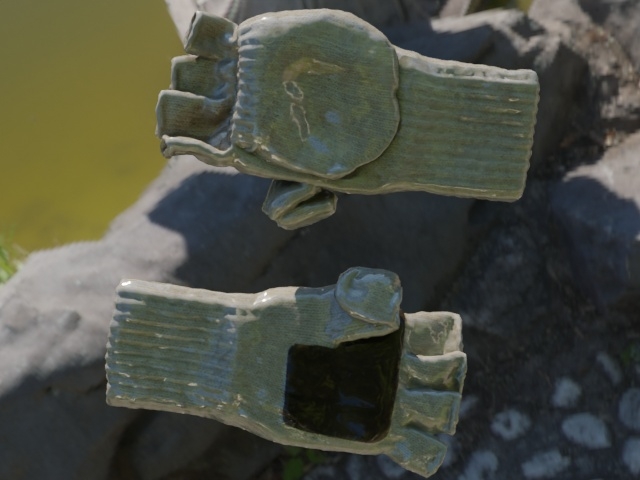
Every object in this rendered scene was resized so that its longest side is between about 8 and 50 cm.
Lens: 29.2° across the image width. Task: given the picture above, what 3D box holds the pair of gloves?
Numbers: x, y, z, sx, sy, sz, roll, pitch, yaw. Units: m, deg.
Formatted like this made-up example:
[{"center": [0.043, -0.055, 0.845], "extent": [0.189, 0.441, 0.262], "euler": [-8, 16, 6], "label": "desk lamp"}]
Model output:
[{"center": [0.000, 0.000, 0.659], "extent": [0.204, 0.042, 0.240], "euler": [14, 100, -6], "label": "pair of gloves"}]
